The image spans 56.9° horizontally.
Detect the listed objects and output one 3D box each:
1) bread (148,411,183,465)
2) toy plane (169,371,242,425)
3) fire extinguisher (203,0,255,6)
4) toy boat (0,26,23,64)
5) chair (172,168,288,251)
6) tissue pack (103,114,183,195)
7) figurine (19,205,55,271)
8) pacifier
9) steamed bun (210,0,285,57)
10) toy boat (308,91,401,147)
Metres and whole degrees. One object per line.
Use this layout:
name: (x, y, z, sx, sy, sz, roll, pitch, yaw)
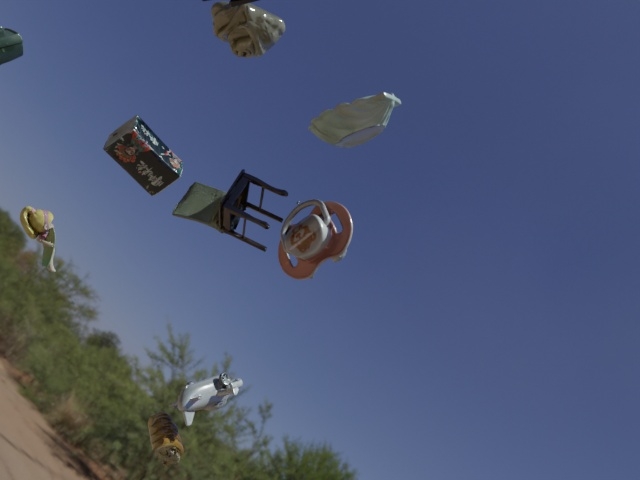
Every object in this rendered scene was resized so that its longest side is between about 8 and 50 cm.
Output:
bread: (-0.491, 0.623, 1.867, 0.177, 0.084, 0.119, 55, -14, 44)
toy plane: (-0.368, 0.496, 1.887, 0.252, 0.252, 0.118, -26, -100, 66)
fire extinguisher: (-0.172, -0.536, 1.279, 0.035, 0.173, 0.049, -99, 180, -79)
toy boat: (-0.609, -0.303, 0.931, 0.078, 0.260, 0.085, 29, -48, 33)
chair: (-0.276, -0.113, 1.770, 0.319, 0.160, 0.186, 24, -31, 4)
tissue pack: (-0.429, -0.205, 1.445, 0.170, 0.103, 0.091, 48, 19, -36)
figurine: (-0.753, -0.003, 1.597, 0.083, 0.083, 0.188, 13, -67, 50)
pacifier: (-0.011, 0.005, 2.163, 0.273, 0.332, 0.220, 46, 20, -18)
steamed bun: (-0.243, -0.654, 1.868, 0.217, 0.145, 0.211, 18, -4, -38)
toy boat: (0.103, -0.350, 1.776, 0.290, 0.199, 0.100, -22, -102, 34)
